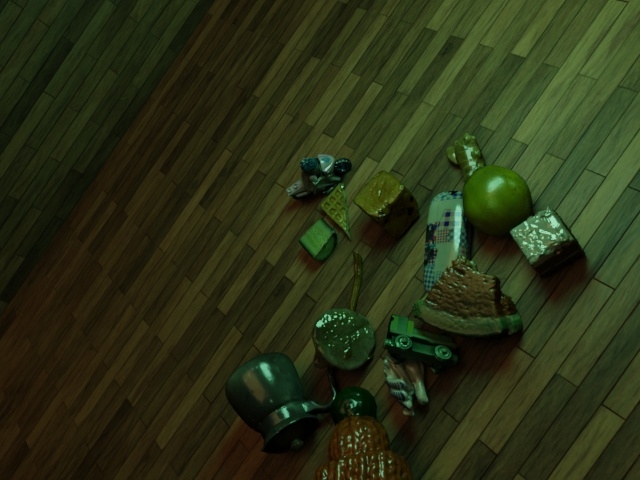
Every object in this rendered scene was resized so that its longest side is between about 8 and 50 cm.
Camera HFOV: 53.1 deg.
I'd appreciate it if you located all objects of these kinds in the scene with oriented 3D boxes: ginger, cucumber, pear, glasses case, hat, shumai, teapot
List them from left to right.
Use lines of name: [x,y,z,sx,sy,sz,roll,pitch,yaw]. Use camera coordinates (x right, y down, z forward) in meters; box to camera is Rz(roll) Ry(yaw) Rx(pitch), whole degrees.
teapot: [-0.097,0.495,1.913,0.285,0.306,0.223,55,141,33]
cucumber: [0.000,0.000,2.133,0.116,0.062,0.115,-45,50,1]
shumai: [0.059,0.306,1.909,0.120,0.202,0.201,124,152,-63]
hat: [0.123,0.551,1.659,0.286,0.285,0.400,-20,47,29]
glasses case: [0.367,0.009,1.838,0.125,0.076,0.327,-7,66,36]
ginger: [0.446,-0.239,1.895,0.115,0.081,0.205,-47,48,24]
pear: [0.478,-0.108,1.741,0.198,0.198,0.198,-17,59,30]

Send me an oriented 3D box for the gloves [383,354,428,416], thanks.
gloves: [0.233,0.374,1.751,0.119,0.097,0.229,6,46,-4]

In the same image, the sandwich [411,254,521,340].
sandwich: [0.387,0.165,1.679,0.292,0.109,0.212,30,106,25]

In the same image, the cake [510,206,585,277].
cake: [0.575,0.003,1.636,0.135,0.147,0.134,-37,50,20]

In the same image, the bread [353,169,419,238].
bread: [0.207,-0.114,1.976,0.143,0.149,0.158,-46,49,6]

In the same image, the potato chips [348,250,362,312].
potato chips: [0.109,0.134,2.005,0.026,0.037,0.203,-9,68,45]

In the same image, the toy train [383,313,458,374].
toy train: [0.271,0.279,1.728,0.200,0.083,0.132,15,42,1]

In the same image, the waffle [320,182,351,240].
waffle: [0.086,-0.100,2.142,0.125,0.032,0.191,-48,50,5]

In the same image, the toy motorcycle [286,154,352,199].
toy motorcycle: [-0.031,-0.226,2.173,0.239,0.204,0.108,-46,60,15]
